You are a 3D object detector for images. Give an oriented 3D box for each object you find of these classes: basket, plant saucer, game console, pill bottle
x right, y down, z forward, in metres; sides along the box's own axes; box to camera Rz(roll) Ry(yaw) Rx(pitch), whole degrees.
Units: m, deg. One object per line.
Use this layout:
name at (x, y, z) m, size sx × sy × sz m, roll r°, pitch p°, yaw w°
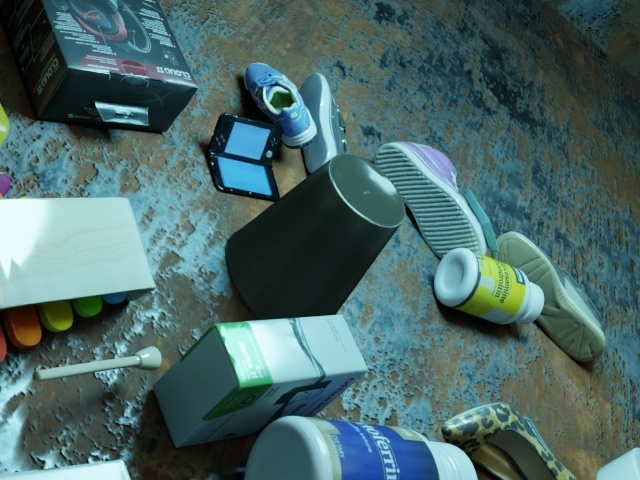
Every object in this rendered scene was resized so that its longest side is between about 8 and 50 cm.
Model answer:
basket at (0.000, 0.000, 1.309) m, size 0.154 × 0.227 × 0.204 m, roll -8°, pitch 60°, yaw -48°
plant saucer at (0.296, -0.037, 1.748) m, size 0.192 × 0.018 × 0.067 m, roll -98°, pitch 166°, yaw -70°
game console at (-0.109, -0.130, 1.475) m, size 0.122 × 0.107 × 0.071 m, roll 9°, pitch 19°, yaw -40°
pill bottle at (0.293, 0.085, 1.618) m, size 0.184 × 0.103 × 0.103 m, roll 20°, pitch 42°, yaw -30°
pill bottle at (0.055, 0.296, 1.124) m, size 0.265 × 0.153 × 0.153 m, roll 14°, pitch 45°, yaw -36°

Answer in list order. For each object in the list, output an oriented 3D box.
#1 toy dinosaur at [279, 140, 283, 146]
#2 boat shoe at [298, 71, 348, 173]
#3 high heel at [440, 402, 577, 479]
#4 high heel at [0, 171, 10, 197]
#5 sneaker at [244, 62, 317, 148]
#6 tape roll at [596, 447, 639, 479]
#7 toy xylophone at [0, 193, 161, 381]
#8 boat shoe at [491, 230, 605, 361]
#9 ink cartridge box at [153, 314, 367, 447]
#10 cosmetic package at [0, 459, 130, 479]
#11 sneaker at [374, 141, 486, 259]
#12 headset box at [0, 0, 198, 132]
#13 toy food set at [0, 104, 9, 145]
toy dinosaur at (-0.067, -0.193, 1.623) m, size 0.090 × 0.047 × 0.082 m, roll 21°, pitch 36°, yaw 26°
boat shoe at (0.013, -0.196, 1.656) m, size 0.076 × 0.080 × 0.228 m, roll 24°, pitch 40°, yaw -36°
high heel at (0.284, 0.333, 1.358) m, size 0.261 × 0.093 × 0.186 m, roll 17°, pitch 36°, yaw -46°
high heel at (-0.401, 0.007, 1.059) m, size 0.244 × 0.082 × 0.117 m, roll -71°, pitch 140°, yaw -66°
sneaker at (-0.070, -0.245, 1.581) m, size 0.211 × 0.080 × 0.081 m, roll 52°, pitch -11°, yaw 39°
tape roll at (0.544, 0.489, 1.380) m, size 0.392 × 0.072 × 0.392 m, roll 46°, pitch 20°, yaw -22°
toy xylophone at (-0.294, 0.047, 1.043) m, size 0.323 × 0.081 × 0.236 m, roll 9°, pitch 63°, yaw -56°
boat shoe at (0.425, 0.095, 1.749) m, size 0.285 × 0.103 × 0.092 m, roll 48°, pitch 30°, yaw -1°
ink cartridge box at (-0.069, 0.166, 1.135) m, size 0.208 × 0.153 × 0.086 m, roll -1°, pitch 55°, yaw -44°
cosmetic package at (-0.260, 0.298, 0.812) m, size 0.184 × 0.151 × 0.151 m, roll 4°, pitch 51°, yaw -44°
sneaker at (0.235, -0.076, 1.734) m, size 0.161 × 0.102 × 0.282 m, roll -9°, pitch 60°, yaw -52°
headset box at (-0.327, -0.286, 1.380) m, size 0.218 × 0.110 × 0.293 m, roll 0°, pitch 54°, yaw -44°
toy food set at (-0.477, -0.190, 1.183) m, size 0.217 × 0.071 × 0.128 m, roll 59°, pitch 14°, yaw 18°
